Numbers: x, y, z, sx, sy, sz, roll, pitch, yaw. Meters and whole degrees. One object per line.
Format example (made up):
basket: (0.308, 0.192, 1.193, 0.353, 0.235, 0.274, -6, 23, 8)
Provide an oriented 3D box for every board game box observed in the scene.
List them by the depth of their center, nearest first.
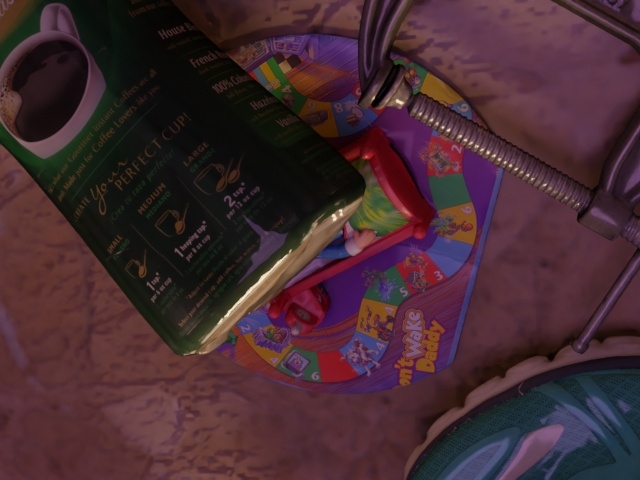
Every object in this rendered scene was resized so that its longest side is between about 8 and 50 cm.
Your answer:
board game box: (0.000, 0.000, 0.626, 0.133, 0.033, 0.168, 15, 118, 6)

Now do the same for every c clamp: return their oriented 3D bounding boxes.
c clamp: (0.079, -0.050, 0.578, 0.161, 0.022, 0.137, 35, 108, -4)

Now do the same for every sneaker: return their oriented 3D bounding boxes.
sneaker: (0.161, 0.101, 0.593, 0.275, 0.110, 0.107, -8, 114, 18)

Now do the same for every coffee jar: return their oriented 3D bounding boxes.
coffee jar: (-0.076, -0.051, 0.577, 0.184, 0.079, 0.096, 47, 114, 4)
